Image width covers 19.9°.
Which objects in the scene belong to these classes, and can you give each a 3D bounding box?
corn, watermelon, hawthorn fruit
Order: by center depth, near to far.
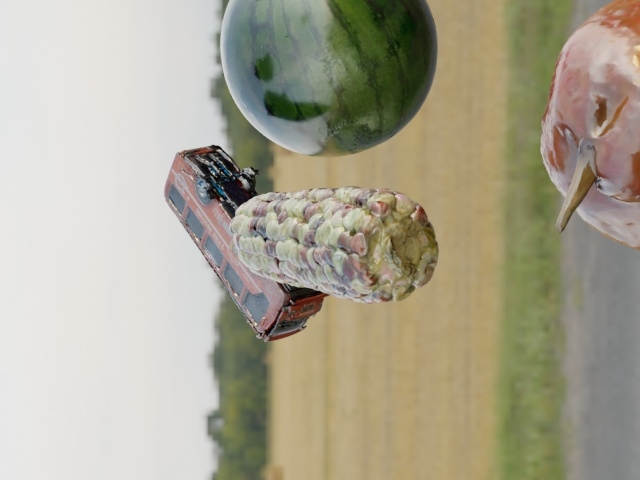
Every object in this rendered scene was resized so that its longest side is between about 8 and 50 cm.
[{"bbox_3d":[0.254,-0.078,1.350,0.262,0.210,0.211,-31,-49,-47],"label":"hawthorn fruit"},{"bbox_3d":[0.000,0.000,1.492,0.280,0.092,0.092,5,95,61],"label":"corn"},{"bbox_3d":[0.008,-0.211,2.001,0.242,0.242,0.242,-179,90,-88],"label":"watermelon"}]

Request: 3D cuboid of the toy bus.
[{"bbox_3d":[-0.080,0.000,1.895,0.235,0.073,0.096,54,139,28],"label":"toy bus"}]
